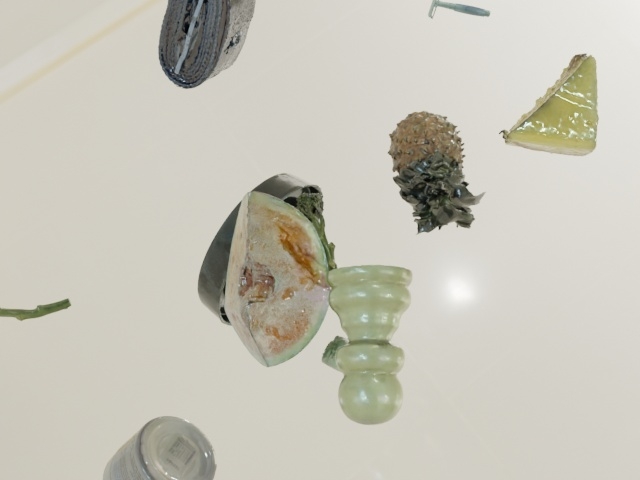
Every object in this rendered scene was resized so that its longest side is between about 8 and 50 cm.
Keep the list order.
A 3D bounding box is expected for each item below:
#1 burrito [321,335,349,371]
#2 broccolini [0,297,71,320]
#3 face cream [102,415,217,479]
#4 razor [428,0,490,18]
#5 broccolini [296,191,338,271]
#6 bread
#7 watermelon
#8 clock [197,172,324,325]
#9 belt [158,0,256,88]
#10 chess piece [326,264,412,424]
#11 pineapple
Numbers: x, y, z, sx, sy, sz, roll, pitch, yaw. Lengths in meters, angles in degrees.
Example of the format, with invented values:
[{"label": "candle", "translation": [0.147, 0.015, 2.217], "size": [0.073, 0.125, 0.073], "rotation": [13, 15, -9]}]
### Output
[{"label": "burrito", "translation": [0.048, 0.225, 1.928], "size": [0.044, 0.074, 0.118], "rotation": [46, -12, -18]}, {"label": "broccolini", "translation": [-0.587, 0.093, 1.806], "size": [0.123, 0.271, 0.062], "rotation": [-52, -135, 39]}, {"label": "face cream", "translation": [-0.312, 0.450, 1.902], "size": [0.177, 0.177, 0.153], "rotation": [52, -55, 9]}, {"label": "razor", "translation": [0.314, -0.520, 2.183], "size": [0.040, 0.135, 0.068], "rotation": [-91, -167, -49]}, {"label": "broccolini", "translation": [-0.002, 0.000, 2.005], "size": [0.067, 0.058, 0.216], "rotation": [27, 42, -57]}, {"label": "bread", "translation": [0.360, -0.186, 1.481], "size": [0.142, 0.178, 0.266], "rotation": [59, 13, 2]}, {"label": "watermelon", "translation": [-0.082, 0.072, 1.884], "size": [0.188, 0.175, 0.322], "rotation": [-168, -96, -75]}, {"label": "clock", "translation": [-0.136, 0.019, 2.266], "size": [0.076, 0.386, 0.386], "rotation": [34, -17, 19]}, {"label": "belt", "translation": [-0.169, -0.347, 1.517], "size": [0.122, 0.128, 0.218], "rotation": [32, -50, 9]}, {"label": "chess piece", "translation": [0.083, 0.176, 1.605], "size": [0.144, 0.144, 0.251], "rotation": [98, -9, -75]}, {"label": "pineapple", "translation": [0.216, -0.116, 1.800], "size": [0.310, 0.170, 0.141], "rotation": [-96, -162, -53]}]
